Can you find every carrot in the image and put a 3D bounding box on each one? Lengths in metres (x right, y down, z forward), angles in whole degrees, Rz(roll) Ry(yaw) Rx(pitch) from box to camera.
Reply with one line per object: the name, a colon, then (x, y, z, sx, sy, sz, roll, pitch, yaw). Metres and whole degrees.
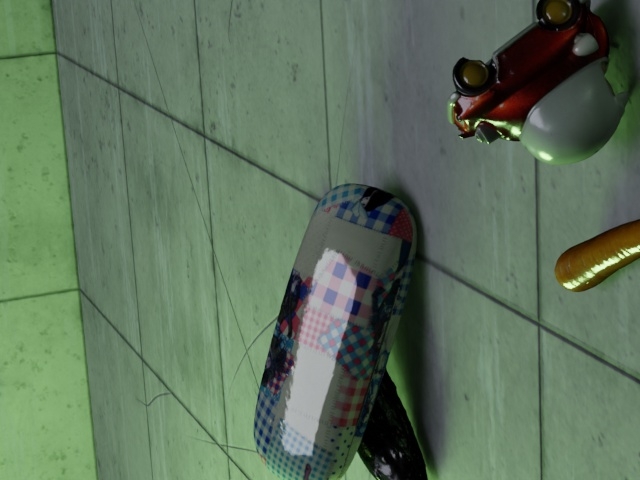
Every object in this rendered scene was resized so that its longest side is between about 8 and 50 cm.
carrot: (0.234, 0.005, 1.230, 0.190, 0.037, 0.037, 142, 117, -66)

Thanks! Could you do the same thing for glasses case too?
glasses case: (0.014, 0.102, 1.680, 0.125, 0.076, 0.327, 22, 100, 38)

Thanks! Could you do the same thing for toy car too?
toy car: (0.174, -0.109, 1.226, 0.112, 0.139, 0.112, 54, 177, 14)

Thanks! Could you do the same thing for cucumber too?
cucumber: (0.044, 0.151, 1.748, 0.072, 0.081, 0.303, 111, 145, -56)
